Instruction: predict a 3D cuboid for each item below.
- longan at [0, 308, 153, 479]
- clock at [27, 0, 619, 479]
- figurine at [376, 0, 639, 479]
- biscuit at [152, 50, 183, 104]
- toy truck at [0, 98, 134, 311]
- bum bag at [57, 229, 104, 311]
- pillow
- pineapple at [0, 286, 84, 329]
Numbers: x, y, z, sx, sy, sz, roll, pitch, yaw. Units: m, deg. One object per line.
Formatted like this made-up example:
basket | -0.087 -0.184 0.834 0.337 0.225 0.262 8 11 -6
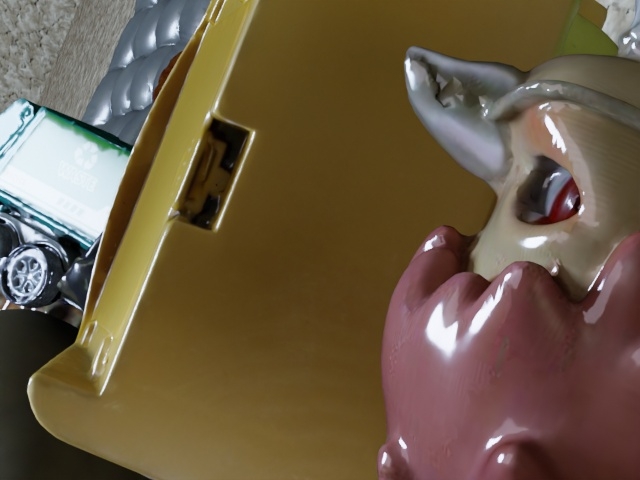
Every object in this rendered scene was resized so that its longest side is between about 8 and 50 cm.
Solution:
longan | -0.226 0.211 0.959 0.350 0.288 0.288 -62 14 -19
clock | 0.000 0.000 0.676 0.244 0.200 0.317 -66 8 -3
figurine | 0.094 -0.007 0.407 0.207 0.166 0.387 -38 -26 -90
biscuit | -0.028 -0.116 1.018 0.192 0.049 0.192 -24 38 21
toy truck | -0.128 0.003 0.971 0.253 0.114 0.124 25 92 31
bum bag | -0.037 -0.040 0.868 0.248 0.102 0.069 -55 11 -14
pillow | -0.110 -0.164 1.306 0.228 0.101 0.326 -6 58 61
pineapple | -0.149 0.045 1.140 0.361 0.175 0.175 -30 38 39
